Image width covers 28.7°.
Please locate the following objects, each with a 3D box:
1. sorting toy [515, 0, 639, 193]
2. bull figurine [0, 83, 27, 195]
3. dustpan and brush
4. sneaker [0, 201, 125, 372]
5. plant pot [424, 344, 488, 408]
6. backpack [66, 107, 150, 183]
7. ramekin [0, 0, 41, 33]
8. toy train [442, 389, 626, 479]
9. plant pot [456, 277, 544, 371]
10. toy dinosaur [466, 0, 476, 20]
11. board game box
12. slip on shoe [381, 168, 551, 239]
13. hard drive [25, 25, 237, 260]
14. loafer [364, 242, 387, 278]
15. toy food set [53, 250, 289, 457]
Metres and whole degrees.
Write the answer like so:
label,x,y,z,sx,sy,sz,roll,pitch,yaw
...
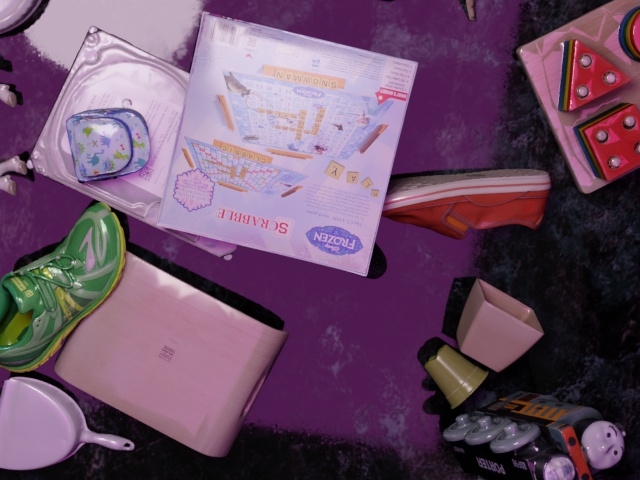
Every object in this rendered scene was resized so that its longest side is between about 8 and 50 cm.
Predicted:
label,x,y,z,sx,sy,sz,roll,pitch,yaw
sorting toy,0.477,-0.238,1.937,0.257,0.089,0.255,-27,99,-2
bull figurine,-0.532,-0.126,1.818,0.188,0.101,0.310,-9,95,8
dustpan and brush,-0.393,0.298,1.930,0.211,0.060,0.147,15,97,-1
sneaker,-0.394,0.073,1.841,0.109,0.123,0.295,40,97,28
plant pot,0.208,0.209,1.975,0.083,0.083,0.079,-45,87,1
backpack,-0.302,-0.138,1.800,0.114,0.084,0.105,-10,101,-8
ramekin,-0.491,-0.388,1.780,0.207,0.109,0.207,-3,107,-11
toy train,0.317,0.306,1.878,0.190,0.334,0.142,-24,94,-17
plant pot,0.270,0.139,1.958,0.109,0.109,0.096,30,105,-9
toy dinosaur,0.220,-0.477,1.894,0.118,0.064,0.268,12,99,-15
board game box,-0.049,-0.139,1.815,0.318,0.066,0.318,14,96,1
slip on shoe,0.194,-0.048,1.919,0.331,0.123,0.101,-4,102,-11
hard drive,-0.238,-0.144,1.881,0.339,0.064,0.237,26,94,-10
loafer,0.000,0.000,1.928,0.223,0.076,0.078,28,129,-16
toy food set,-0.230,0.168,1.919,0.306,0.092,0.220,28,94,-1
